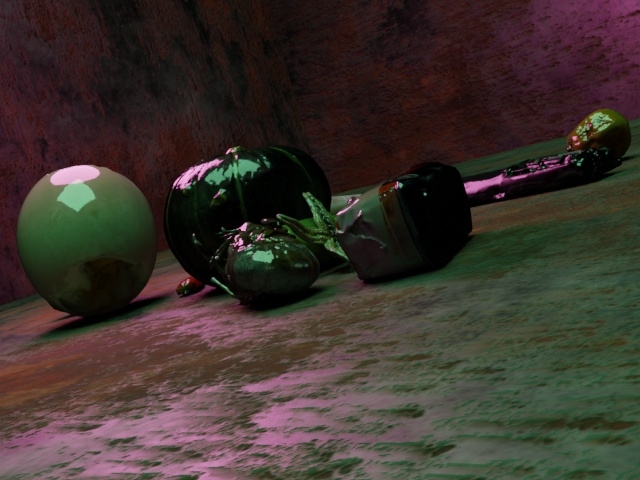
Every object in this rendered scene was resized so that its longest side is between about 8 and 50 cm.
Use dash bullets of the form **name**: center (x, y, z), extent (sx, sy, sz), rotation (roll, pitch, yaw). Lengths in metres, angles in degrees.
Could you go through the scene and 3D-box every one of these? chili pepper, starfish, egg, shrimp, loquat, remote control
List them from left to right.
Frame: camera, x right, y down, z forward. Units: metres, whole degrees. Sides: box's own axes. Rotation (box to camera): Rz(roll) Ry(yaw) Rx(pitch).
- **egg**: center (-0.476, -0.017, 1.915), extent (0.278, 0.336, 0.278), rotation (-15, -40, -13)
- **chili pepper**: center (-0.250, 0.083, 1.860), extent (0.045, 0.027, 0.178), rotation (-16, 3, 8)
- **shrimp**: center (-0.111, 0.032, 1.425), extent (0.145, 0.117, 0.343), rotation (-15, 9, -21)
- **starfish**: center (0.020, -0.014, 1.509), extent (0.223, 0.217, 0.050), rotation (15, -57, -36)
- **remote control**: center (0.385, -0.121, 1.845), extent (0.144, 0.062, 0.398), rotation (-21, 7, -39)
- **loquat**: center (0.575, -0.209, 1.951), extent (0.137, 0.113, 0.137), rotation (-28, 11, 6)

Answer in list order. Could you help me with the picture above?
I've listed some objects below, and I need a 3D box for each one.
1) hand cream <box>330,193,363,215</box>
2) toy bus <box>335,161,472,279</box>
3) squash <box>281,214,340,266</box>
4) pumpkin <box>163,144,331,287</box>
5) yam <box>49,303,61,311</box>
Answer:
- **hand cream**: center (0.036, -0.075, 2.350), extent (0.305, 0.093, 0.147), rotation (-17, -1, -32)
- **toy bus**: center (0.125, -0.031, 1.340), extent (0.147, 0.128, 0.302), rotation (-20, 5, 22)
- **squash**: center (0.000, 0.000, 1.588), extent (0.188, 0.095, 0.095), rotation (-20, 6, -43)
- **pumpkin**: center (-0.132, -0.052, 1.729), extent (0.323, 0.241, 0.323), rotation (-19, 2, 1)
- **yam**: center (-0.516, 0.103, 2.091), extent (0.183, 0.107, 0.107), rotation (-11, 7, 24)
